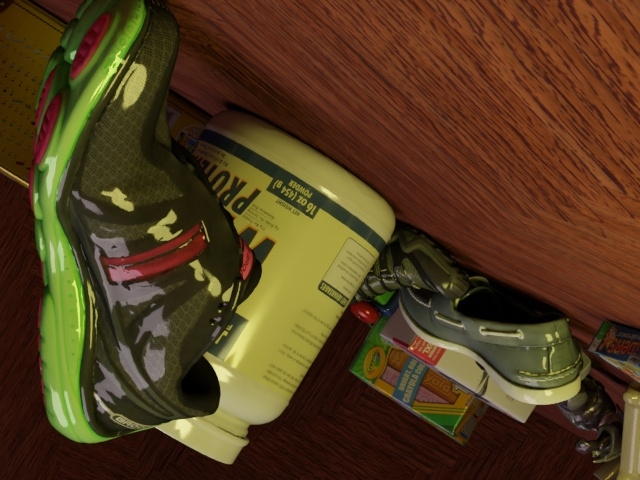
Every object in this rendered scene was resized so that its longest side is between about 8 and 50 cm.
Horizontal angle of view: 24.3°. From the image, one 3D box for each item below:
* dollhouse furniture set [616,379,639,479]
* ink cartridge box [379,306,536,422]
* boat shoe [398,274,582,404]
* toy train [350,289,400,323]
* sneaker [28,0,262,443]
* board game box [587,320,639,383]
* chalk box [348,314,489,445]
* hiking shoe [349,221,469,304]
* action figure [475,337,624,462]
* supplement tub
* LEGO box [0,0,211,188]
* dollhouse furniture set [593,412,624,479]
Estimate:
[{"bbox_3d":[0.465,0.291,1.762,0.197,0.151,0.301,30,136,39],"label":"dollhouse furniture set"},{"bbox_3d":[0.236,0.184,2.403,0.237,0.100,0.172,33,177,-14],"label":"ink cartridge box"},{"bbox_3d":[0.190,0.079,1.709,0.319,0.116,0.099,38,140,56],"label":"boat shoe"},{"bbox_3d":[0.000,0.000,1.994,0.248,0.105,0.143,30,165,31],"label":"toy train"},{"bbox_3d":[-0.152,-0.020,1.325,0.202,0.482,0.185,0,-138,-7],"label":"sneaker"},{"bbox_3d":[0.366,0.149,1.411,0.201,0.035,0.136,33,176,-14],"label":"board game box"},{"bbox_3d":[0.173,0.212,2.667,0.289,0.179,0.180,30,176,19],"label":"chalk box"},{"bbox_3d":[0.071,0.036,1.699,0.227,0.114,0.086,28,175,43],"label":"hiking shoe"},{"bbox_3d":[0.307,0.190,1.888,0.185,0.099,0.285,38,178,37],"label":"action figure"},{"bbox_3d":[-0.093,0.050,1.594,0.235,0.325,0.235,31,176,2],"label":"supplement tub"},{"bbox_3d":[-0.280,-0.116,1.938,0.500,0.193,0.372,32,176,-11],"label":"LEGO box"},{"bbox_3d":[0.409,0.415,2.041,0.286,0.303,0.198,48,174,-9],"label":"dollhouse furniture set"}]
